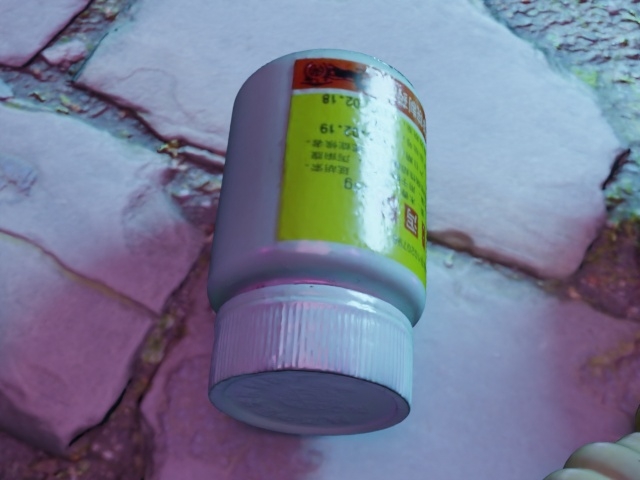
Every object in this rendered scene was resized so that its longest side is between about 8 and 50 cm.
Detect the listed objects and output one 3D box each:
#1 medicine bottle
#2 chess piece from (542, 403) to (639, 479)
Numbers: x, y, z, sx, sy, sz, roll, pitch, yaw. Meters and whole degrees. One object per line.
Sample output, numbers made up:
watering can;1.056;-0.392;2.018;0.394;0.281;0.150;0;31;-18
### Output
medicine bottle;0.000;0.000;0.549;0.139;0.139;0.226;3;60;4
chess piece;0.215;0.125;0.503;0.170;0.094;0.094;-39;66;-22
